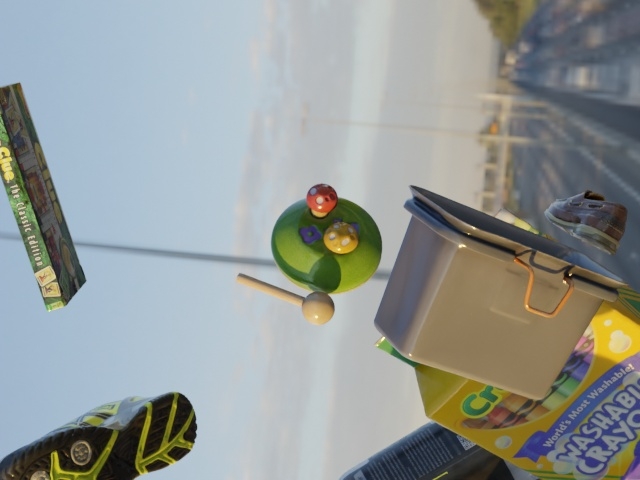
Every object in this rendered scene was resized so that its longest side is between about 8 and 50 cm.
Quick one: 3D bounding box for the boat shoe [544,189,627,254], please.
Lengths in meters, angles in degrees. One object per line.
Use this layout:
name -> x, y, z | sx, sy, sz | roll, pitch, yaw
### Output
boat shoe -> 0.331, -0.029, 1.607 | 0.060, 0.064, 0.178 | -60, 13, 4

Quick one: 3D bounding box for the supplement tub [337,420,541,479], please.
supplement tub -> 0.167, 0.395, 1.994 | 0.207, 0.338, 0.207 | 60, 176, 6

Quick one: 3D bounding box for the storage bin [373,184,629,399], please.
storage bin -> 0.104, 0.038, 0.785 | 0.091, 0.135, 0.098 | -67, 25, 10

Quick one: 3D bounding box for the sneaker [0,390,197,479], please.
sneaker -> -0.363, 0.341, 2.035 | 0.385, 0.147, 0.145 | -14, -86, -51

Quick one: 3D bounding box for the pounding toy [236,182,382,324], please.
pounding toy -> 0.000, 0.000, 2.079 | 0.237, 0.183, 0.110 | -52, -15, -31

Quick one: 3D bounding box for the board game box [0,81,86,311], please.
board game box -> -0.337, -0.055, 1.533 | 0.136, 0.030, 0.259 | -102, -4, -79

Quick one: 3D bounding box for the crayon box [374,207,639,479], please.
crayon box -> 0.243, 0.132, 1.305 | 0.203, 0.323, 0.083 | -49, 25, 23
